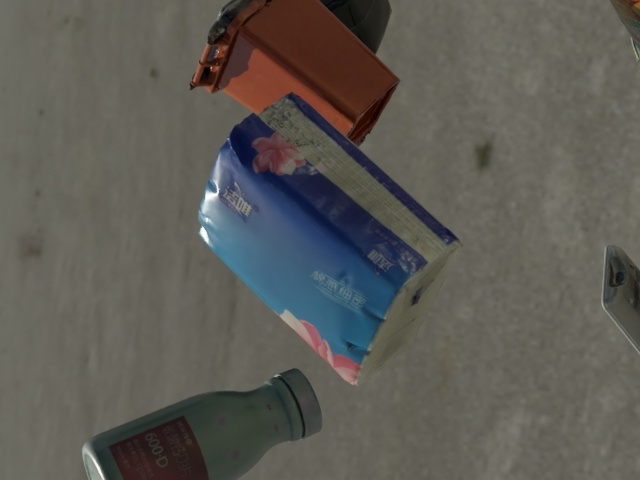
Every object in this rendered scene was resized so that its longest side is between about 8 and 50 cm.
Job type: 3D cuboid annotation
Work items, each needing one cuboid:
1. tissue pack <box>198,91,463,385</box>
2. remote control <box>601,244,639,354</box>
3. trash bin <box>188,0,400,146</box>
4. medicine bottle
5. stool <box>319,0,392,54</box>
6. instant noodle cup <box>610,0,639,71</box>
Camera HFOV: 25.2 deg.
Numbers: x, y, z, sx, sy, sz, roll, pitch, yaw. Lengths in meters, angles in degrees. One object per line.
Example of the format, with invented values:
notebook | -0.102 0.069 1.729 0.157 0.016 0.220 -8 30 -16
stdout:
tissue pack | 0.000 0.000 1.586 0.270 0.137 0.209 44 139 18
remote control | 0.480 0.132 1.971 0.055 0.313 0.109 -18 42 33
trash bin | -0.034 -0.218 1.884 0.184 0.239 0.161 -43 -10 -35
medicine bottle | -0.107 0.189 1.339 0.090 0.217 0.090 51 153 40
stool | -0.006 -0.370 2.302 0.232 0.232 0.141 -98 -14 -45
instant noodle cup | 0.459 -0.349 1.712 0.296 0.214 0.296 -21 52 30
